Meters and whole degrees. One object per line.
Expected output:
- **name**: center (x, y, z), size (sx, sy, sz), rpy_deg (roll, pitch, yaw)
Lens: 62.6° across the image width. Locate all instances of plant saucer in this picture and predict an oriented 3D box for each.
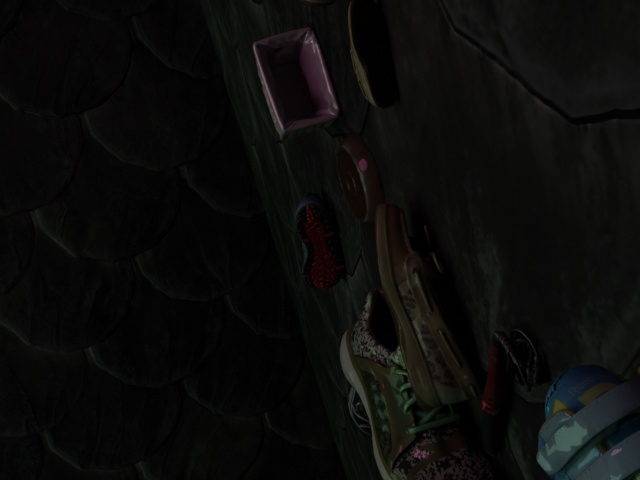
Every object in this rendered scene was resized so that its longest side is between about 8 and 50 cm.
- **plant saucer**: center (0.063, -0.101, 0.908), size (0.168, 0.029, 0.169), rpy_deg (162, 90, -80)

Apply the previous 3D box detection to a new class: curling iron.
- **curling iron**: center (0.215, 0.197, 0.627), size (0.274, 0.035, 0.068), rpy_deg (83, 164, -46)

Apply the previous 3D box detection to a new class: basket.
- **basket**: center (-0.046, -0.272, 0.944), size (0.103, 0.113, 0.168), rpy_deg (154, 98, -81)

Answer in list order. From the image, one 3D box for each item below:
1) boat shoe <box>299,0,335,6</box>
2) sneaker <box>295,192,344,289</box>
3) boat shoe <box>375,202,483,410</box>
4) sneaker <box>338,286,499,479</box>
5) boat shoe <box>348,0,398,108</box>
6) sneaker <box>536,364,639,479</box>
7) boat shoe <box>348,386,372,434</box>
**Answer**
- **boat shoe**: center (-0.035, -0.430, 0.685), size (0.095, 0.095, 0.258), rpy_deg (116, 135, -66)
- **sneaker**: center (0.000, 0.000, 1.285), size (0.125, 0.103, 0.262), rpy_deg (-94, -2, -56)
- **boat shoe**: center (0.141, 0.081, 0.718), size (0.104, 0.089, 0.286), rpy_deg (-18, -88, -76)
- **sneaker**: center (0.139, 0.229, 0.809), size (0.410, 0.157, 0.182), rpy_deg (-124, 28, -47)
- **boat shoe**: center (0.058, -0.232, 0.658), size (0.045, 0.050, 0.136), rpy_deg (-146, 39, -64)
- **sneaker**: center (0.221, 0.151, 0.285), size (0.319, 0.127, 0.208), rpy_deg (94, 154, -62)
- **boat shoe**: center (0.125, 0.356, 1.138), size (0.105, 0.113, 0.307), rpy_deg (-99, 10, -48)
